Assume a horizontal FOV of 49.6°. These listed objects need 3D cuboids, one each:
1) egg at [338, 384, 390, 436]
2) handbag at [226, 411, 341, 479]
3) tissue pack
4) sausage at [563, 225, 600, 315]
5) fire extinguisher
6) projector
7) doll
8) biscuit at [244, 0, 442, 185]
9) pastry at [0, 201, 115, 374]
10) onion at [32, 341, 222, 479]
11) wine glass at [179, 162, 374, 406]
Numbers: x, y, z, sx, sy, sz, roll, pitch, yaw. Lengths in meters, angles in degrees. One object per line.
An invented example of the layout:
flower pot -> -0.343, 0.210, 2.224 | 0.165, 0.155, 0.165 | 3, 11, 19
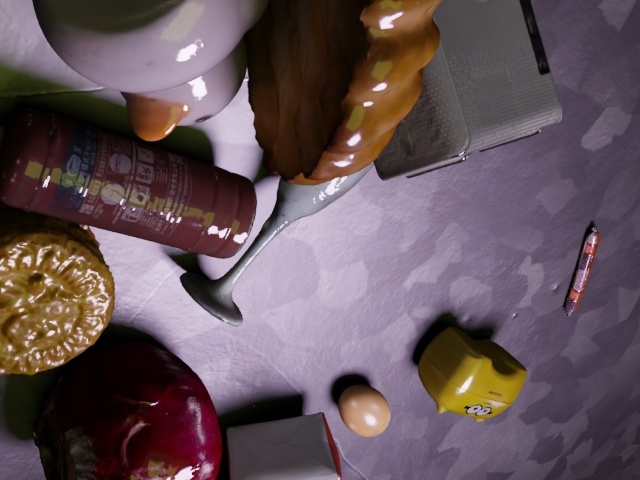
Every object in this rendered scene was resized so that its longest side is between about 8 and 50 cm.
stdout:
egg -> 0.070, 0.275, 1.133 | 0.080, 0.080, 0.096 | -35, 128, -6
handbag -> -0.051, 0.432, 1.080 | 0.171, 0.151, 0.297 | -7, 117, -7
tissue pack -> 0.253, 0.232, 1.182 | 0.178, 0.123, 0.127 | 23, 107, -40
sausage -> 0.477, 0.059, 1.265 | 0.029, 0.025, 0.198 | 5, 122, 3
fire extinguisher -> -0.232, -0.083, 0.705 | 0.344, 0.102, 0.137 | 17, 81, -32
projector -> 0.127, -0.202, 0.742 | 0.177, 0.163, 0.242 | -20, 96, -34
doll -> -0.134, -0.216, 0.632 | 0.221, 0.221, 0.250 | 14, 85, -36
biscuit -> 0.011, -0.207, 0.608 | 0.107, 0.325, 0.325 | 1, 120, -23
pastry -> -0.319, 0.048, 0.733 | 0.189, 0.103, 0.188 | -15, 126, -21
onion -> -0.221, 0.249, 0.866 | 0.216, 0.207, 0.206 | -3, 125, -36
wine glass -> 0.000, 0.000, 0.782 | 0.309, 0.264, 0.096 | -49, 131, 7
